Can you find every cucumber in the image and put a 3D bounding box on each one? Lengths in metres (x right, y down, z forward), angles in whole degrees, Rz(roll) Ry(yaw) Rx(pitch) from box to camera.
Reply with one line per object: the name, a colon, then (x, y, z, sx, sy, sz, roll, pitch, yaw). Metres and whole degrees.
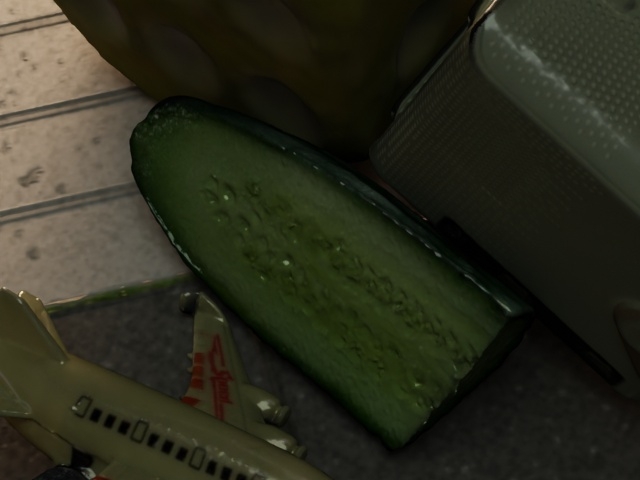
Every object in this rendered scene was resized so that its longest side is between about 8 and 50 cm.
cucumber: (0.000, 0.000, 1.022, 0.244, 0.115, 0.063, 40, 31, 20)

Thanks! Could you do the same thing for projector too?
projector: (0.168, -0.040, 0.960, 0.242, 0.177, 0.163, 43, 67, 0)

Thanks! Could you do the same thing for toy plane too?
toy plane: (-0.076, 0.109, 0.936, 0.256, 0.104, 0.242, 35, 35, 11)

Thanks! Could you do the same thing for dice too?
dice: (-0.013, -0.199, 1.063, 0.238, 0.227, 0.233, 31, 64, 20)
